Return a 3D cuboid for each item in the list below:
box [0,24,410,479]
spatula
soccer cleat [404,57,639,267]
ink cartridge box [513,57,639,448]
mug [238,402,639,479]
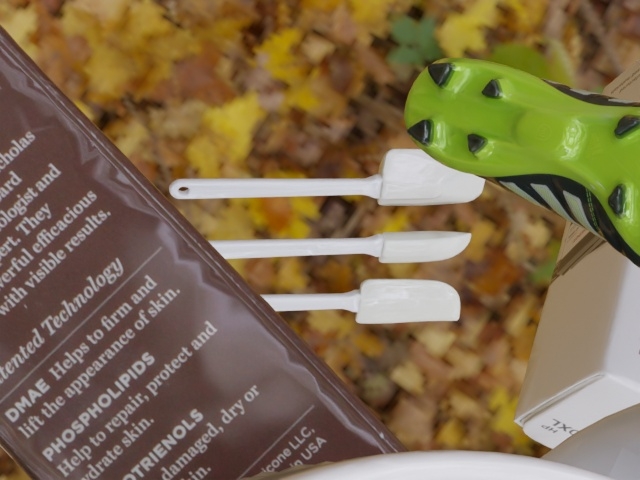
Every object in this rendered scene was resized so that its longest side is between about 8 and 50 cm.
[{"bbox_3d":[-0.121,0.032,0.898,0.143,0.381,0.191,-42,178,-5],"label":"box"},{"bbox_3d":[0.000,0.000,1.395,0.242,0.019,0.168,0,133,-9],"label":"spatula"},{"bbox_3d":[0.115,-0.027,0.708,0.072,0.179,0.060,10,105,-59],"label":"soccer cleat"},{"bbox_3d":[0.378,0.041,1.699,0.166,0.285,0.395,-44,-157,58],"label":"ink cartridge box"},{"bbox_3d":[0.022,0.184,0.591,0.374,0.276,0.328,-43,-177,-20],"label":"mug"}]
